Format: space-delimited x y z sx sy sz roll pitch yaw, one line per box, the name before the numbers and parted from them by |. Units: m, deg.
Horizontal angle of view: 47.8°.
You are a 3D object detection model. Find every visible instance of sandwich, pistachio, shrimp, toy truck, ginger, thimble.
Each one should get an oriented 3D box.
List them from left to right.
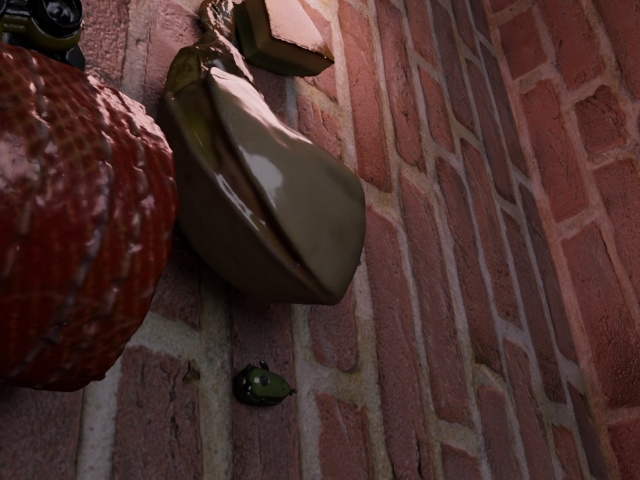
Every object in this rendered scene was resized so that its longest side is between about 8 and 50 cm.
toy truck | -0.435 -0.268 0.990 0.224 0.147 0.165 -7 95 -52
thimble | -0.320 -0.018 0.771 0.230 0.350 0.350 20 51 -42
shrimp | -0.212 -0.488 1.531 0.091 0.043 0.184 35 42 -30
ginger | -0.168 -0.264 1.361 0.270 0.123 0.219 43 39 -42
pistachio | -0.092 -0.076 1.178 0.445 0.281 0.365 54 6 -25
sandwich | -0.086 -0.479 1.635 0.220 0.108 0.186 7 62 -50

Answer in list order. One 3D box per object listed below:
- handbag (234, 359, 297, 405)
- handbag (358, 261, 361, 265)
handbag | -0.089 0.234 1.165 0.111 0.047 0.072 24 49 -41
handbag | 0.000 0.000 1.428 0.173 0.095 0.117 19 46 -57
